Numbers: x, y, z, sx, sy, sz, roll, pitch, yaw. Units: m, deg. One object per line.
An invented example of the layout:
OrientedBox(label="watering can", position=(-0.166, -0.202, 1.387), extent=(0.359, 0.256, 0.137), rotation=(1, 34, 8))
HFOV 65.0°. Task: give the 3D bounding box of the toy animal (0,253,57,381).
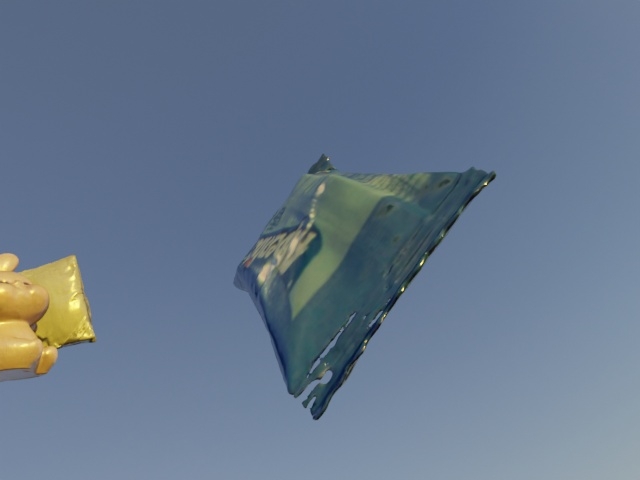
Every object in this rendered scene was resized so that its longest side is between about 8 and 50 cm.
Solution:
OrientedBox(label="toy animal", position=(-0.427, 0.081, 0.674), extent=(0.124, 0.212, 0.124), rotation=(-17, -18, -6))

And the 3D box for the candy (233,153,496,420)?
OrientedBox(label="candy", position=(0.000, 0.000, 0.429), extent=(0.077, 0.331, 0.187), rotation=(39, -95, -17))

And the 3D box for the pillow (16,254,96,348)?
OrientedBox(label="pillow", position=(-0.469, 0.116, 0.751), extent=(0.230, 0.148, 0.050), rotation=(-14, -24, -17))
